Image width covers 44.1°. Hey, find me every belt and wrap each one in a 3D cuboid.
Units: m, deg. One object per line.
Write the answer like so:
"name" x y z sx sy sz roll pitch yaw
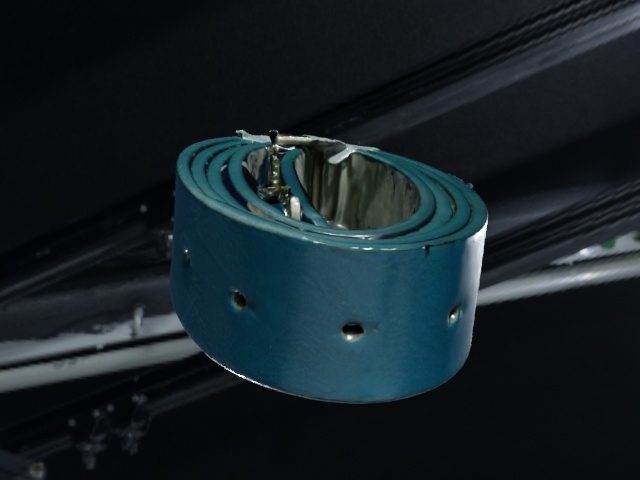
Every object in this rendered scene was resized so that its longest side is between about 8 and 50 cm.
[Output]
"belt" 0.000 0.001 0.815 0.300 0.436 0.173 2 -68 -14
